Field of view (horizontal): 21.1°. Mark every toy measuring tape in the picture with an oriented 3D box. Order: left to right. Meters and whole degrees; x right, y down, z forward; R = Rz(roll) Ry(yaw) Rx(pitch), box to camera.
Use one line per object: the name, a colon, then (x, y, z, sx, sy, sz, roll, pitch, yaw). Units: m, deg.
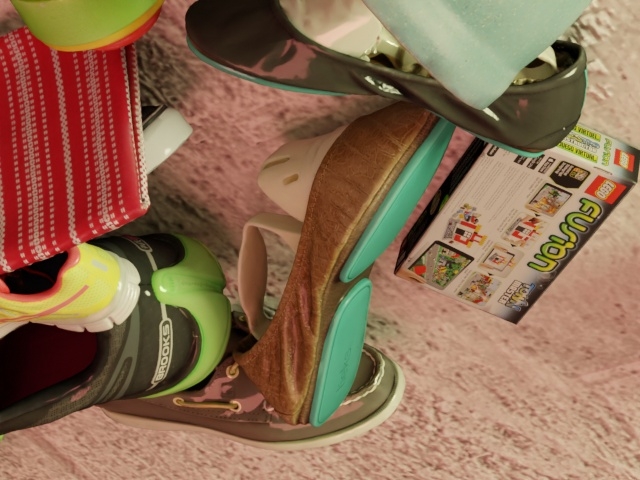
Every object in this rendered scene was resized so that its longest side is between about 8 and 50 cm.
toy measuring tape: (-0.216, -0.180, 1.193, 0.330, 0.121, 0.121, -5, 137, 24)

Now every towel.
towel: (-0.252, -0.061, 1.253, 0.275, 0.199, 0.031, -20, 151, 21)

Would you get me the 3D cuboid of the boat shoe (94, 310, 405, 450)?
boat shoe: (-0.079, 0.114, 1.509, 0.305, 0.109, 0.091, 0, 144, 24)

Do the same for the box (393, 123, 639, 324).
box: (0.148, -0.019, 1.330, 0.114, 0.036, 0.207, 22, 141, -9)

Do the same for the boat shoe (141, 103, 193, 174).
boat shoe: (-0.225, -0.066, 1.343, 0.306, 0.113, 0.105, -15, 115, 49)

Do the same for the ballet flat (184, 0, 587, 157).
ballet flat: (0.053, -0.139, 1.155, 0.280, 0.095, 0.096, 13, 133, -15)

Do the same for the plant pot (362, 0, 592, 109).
plant pot: (0.077, -0.244, 0.919, 0.196, 0.293, 0.293, -36, 123, 14)

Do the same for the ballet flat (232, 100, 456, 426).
ballet flat: (0.000, 0.000, 1.336, 0.124, 0.116, 0.342, 32, 133, 14)

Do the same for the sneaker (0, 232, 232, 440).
sneaker: (-0.310, 0.102, 1.456, 0.483, 0.185, 0.202, -27, 160, 23)

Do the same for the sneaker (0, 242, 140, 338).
sneaker: (-0.245, 0.027, 1.285, 0.208, 0.081, 0.094, -9, 156, 18)
